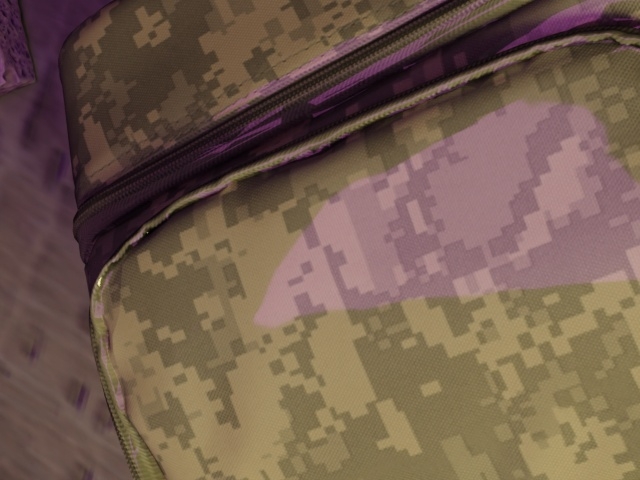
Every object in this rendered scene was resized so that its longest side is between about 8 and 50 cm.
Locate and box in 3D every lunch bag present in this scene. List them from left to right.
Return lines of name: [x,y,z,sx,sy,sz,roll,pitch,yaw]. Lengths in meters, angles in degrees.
lunch bag: [0.063,0.000,0.594,0.305,0.212,0.256,-23,62,25]

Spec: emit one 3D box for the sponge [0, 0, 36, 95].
sponge: [-0.251,-0.182,0.965,0.117,0.031,0.210,-18,83,35]
